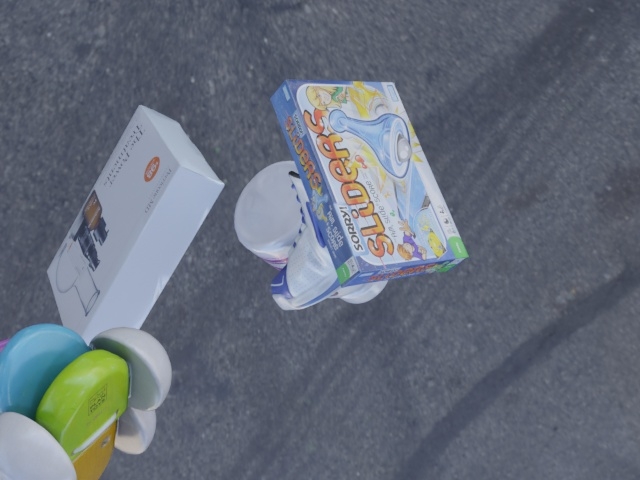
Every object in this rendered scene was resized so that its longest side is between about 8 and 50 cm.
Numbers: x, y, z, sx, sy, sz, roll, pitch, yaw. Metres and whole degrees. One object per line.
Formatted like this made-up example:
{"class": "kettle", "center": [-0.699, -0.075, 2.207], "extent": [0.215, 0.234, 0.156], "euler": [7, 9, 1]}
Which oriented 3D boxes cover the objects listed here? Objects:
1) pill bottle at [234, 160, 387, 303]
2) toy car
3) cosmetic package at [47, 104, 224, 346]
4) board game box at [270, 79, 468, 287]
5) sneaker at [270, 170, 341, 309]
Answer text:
{"class": "pill bottle", "center": [0.000, 0.000, 1.470], "extent": [0.169, 0.169, 0.301], "euler": [-37, 140, 12]}
{"class": "toy car", "center": [-0.215, 0.136, 0.669], "extent": [0.136, 0.159, 0.182], "euler": [36, 136, 11]}
{"class": "cosmetic package", "center": [-0.337, -0.015, 1.482], "extent": [0.097, 0.284, 0.377], "euler": [23, 106, -37]}
{"class": "board game box", "center": [0.046, -0.060, 0.802], "extent": [0.136, 0.201, 0.035], "euler": [-7, 158, -37]}
{"class": "sneaker", "center": [0.018, -0.034, 1.207], "extent": [0.182, 0.127, 0.315], "euler": [55, 139, 0]}
